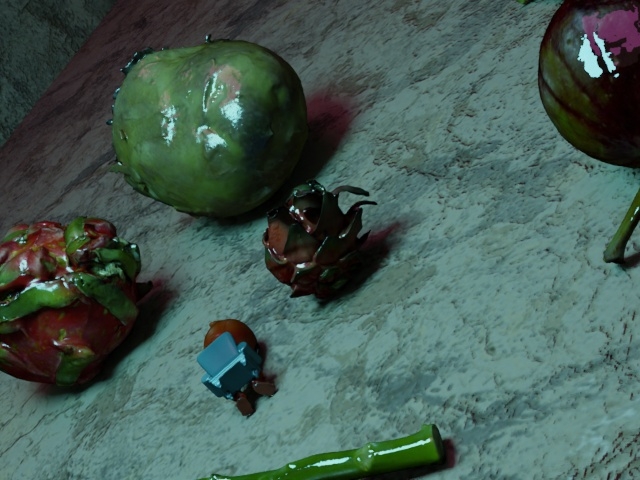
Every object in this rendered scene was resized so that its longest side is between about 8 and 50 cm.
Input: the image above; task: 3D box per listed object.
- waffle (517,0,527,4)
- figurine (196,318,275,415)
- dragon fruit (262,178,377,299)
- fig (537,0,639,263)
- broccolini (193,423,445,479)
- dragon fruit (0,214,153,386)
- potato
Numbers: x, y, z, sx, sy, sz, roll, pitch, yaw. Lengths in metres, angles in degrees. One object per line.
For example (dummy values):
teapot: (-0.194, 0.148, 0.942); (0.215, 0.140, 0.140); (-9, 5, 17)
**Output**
waffle: (0.377, -0.416, 1.503); (0.254, 0.052, 0.245); (1, 50, 55)
figurine: (-0.103, 0.135, 1.286); (0.068, 0.075, 0.140); (-41, 27, 3)
dragon fruit: (-0.007, -0.001, 1.292); (0.130, 0.121, 0.142); (-54, -23, -76)
fig: (0.302, -0.134, 1.017); (0.203, 0.186, 0.250); (-12, 41, 17)
broccolini: (-0.045, 0.238, 1.081); (0.392, 0.079, 0.074); (-19, 22, 28)
dragon fruit: (-0.372, 0.079, 1.579); (0.302, 0.237, 0.231); (-25, 33, 49)
potato: (-0.138, -0.141, 1.604); (0.300, 0.289, 0.237); (-13, 36, -22)
